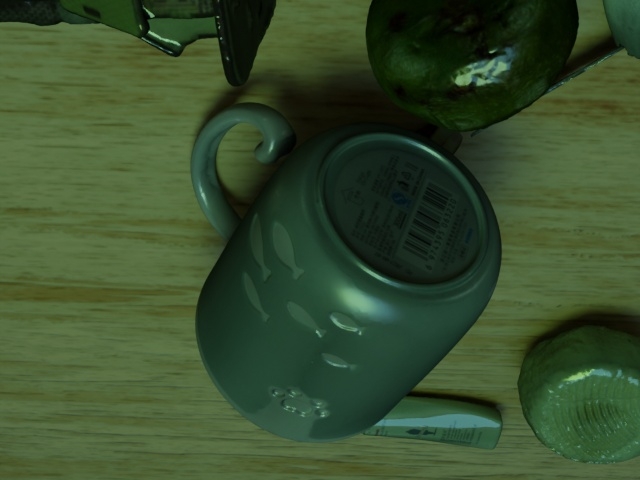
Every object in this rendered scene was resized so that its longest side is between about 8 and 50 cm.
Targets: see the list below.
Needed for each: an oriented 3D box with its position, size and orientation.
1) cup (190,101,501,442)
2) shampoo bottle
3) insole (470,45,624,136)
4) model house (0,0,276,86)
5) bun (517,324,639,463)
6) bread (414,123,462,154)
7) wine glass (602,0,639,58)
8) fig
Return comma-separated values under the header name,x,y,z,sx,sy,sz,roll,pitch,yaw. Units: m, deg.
name,x,y,z,sx,sy,sz,roll,pitch,yaw
cup,0.000,0.000,1.156,0.356,0.259,0.274,49,142,10
shampoo bottle,0.132,0.239,1.485,0.212,0.049,0.072,4,133,-3
insole,0.239,-0.158,1.157,0.193,0.065,0.006,-30,92,20
model house,-0.193,-0.268,0.997,0.279,0.205,0.218,2,129,8
bun,0.345,0.185,1.397,0.195,0.118,0.195,3,126,4
bread,0.102,-0.086,1.215,0.109,0.062,0.043,-27,120,23
wine glass,0.331,-0.279,0.943,0.096,0.264,0.309,-34,129,-16
fig,0.158,-0.174,1.075,0.203,0.203,0.235,-19,148,15
